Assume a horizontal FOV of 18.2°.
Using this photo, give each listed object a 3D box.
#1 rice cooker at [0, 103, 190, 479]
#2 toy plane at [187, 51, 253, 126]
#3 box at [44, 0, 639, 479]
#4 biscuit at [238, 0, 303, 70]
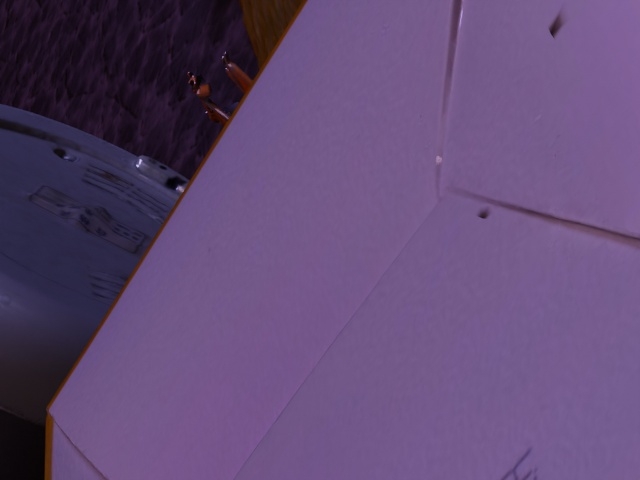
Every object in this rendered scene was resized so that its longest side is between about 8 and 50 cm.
[{"bbox_3d":[-0.159,0.097,0.922,0.277,0.288,0.288,-62,24,19],"label":"rice cooker"},{"bbox_3d":[0.008,-0.008,0.817,0.135,0.188,0.062,38,84,30],"label":"toy plane"},{"bbox_3d":[0.080,0.066,0.488,0.283,0.213,0.260,-54,25,30],"label":"box"},{"bbox_3d":[-0.021,-0.179,0.922,0.318,0.040,0.318,165,90,-82],"label":"biscuit"}]
